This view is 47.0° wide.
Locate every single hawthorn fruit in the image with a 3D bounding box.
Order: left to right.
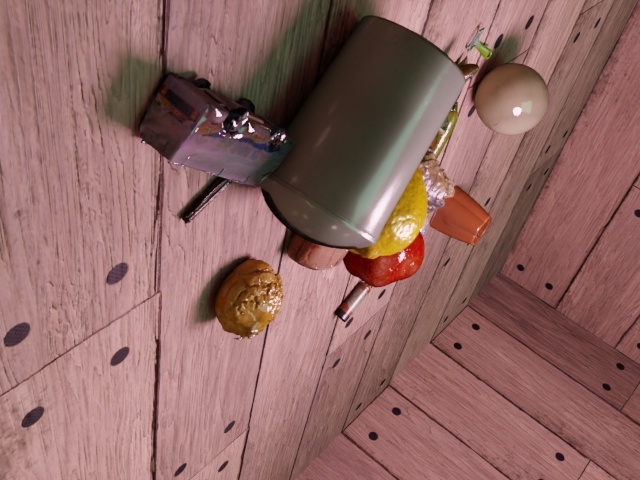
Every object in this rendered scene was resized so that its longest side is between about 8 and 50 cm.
[{"bbox_3d":[0.190,0.006,2.067,0.230,0.210,0.266,-3,139,-19],"label":"hawthorn fruit"}]

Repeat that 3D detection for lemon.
[{"bbox_3d":[0.125,-0.102,1.707,0.253,0.254,0.310,83,9,-60],"label":"lemon"}]

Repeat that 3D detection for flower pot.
[{"bbox_3d":[0.527,-0.082,2.708,0.190,0.173,0.190,-46,157,-26],"label":"flower pot"}]

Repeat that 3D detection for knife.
[{"bbox_3d":[0.449,-0.542,2.050,0.078,0.022,0.166,-53,158,16],"label":"knife"}]

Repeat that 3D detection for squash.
[{"bbox_3d":[0.331,-0.289,2.132,0.069,0.069,0.258,-8,130,-62],"label":"squash"}]

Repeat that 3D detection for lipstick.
[{"bbox_3d":[-0.195,-0.099,1.383,0.176,0.027,0.027,-47,158,-15],"label":"lipstick"}]

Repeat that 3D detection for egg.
[{"bbox_3d":[0.582,-0.429,2.238,0.219,0.219,0.269,-59,154,12],"label":"egg"}]

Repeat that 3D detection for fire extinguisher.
[{"bbox_3d":[0.120,0.190,2.435,0.177,0.050,0.062,-49,139,-11],"label":"fire extinguisher"}]

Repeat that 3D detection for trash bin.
[{"bbox_3d":[0.070,-0.192,1.456,0.432,0.280,0.280,-58,159,1],"label":"trash bin"}]

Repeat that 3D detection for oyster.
[{"bbox_3d":[0.260,-0.159,1.963,0.166,0.110,0.341,-41,136,17],"label":"oyster"}]

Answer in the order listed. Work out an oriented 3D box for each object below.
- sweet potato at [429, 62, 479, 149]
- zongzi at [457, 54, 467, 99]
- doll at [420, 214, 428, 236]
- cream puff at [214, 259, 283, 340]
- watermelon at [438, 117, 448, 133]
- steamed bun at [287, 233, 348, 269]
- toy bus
[{"bbox_3d":[0.290,-0.338,1.927,0.124,0.098,0.310,-4,131,-46],"label":"sweet potato"},{"bbox_3d":[0.376,-0.439,2.033,0.113,0.052,0.104,-61,169,-18],"label":"zongzi"},{"bbox_3d":[0.283,-0.058,2.319,0.252,0.111,0.237,-64,160,0],"label":"doll"},{"bbox_3d":[-0.158,0.140,1.678,0.189,0.129,0.189,-42,152,-28],"label":"cream puff"},{"bbox_3d":[0.314,-0.341,2.049,0.084,0.072,0.092,50,38,-57],"label":"watermelon"},{"bbox_3d":[0.000,0.000,1.837,0.175,0.106,0.144,4,126,-50],"label":"steamed bun"},{"bbox_3d":[-0.162,-0.174,1.229,0.138,0.112,0.317,-53,158,10],"label":"toy bus"}]
